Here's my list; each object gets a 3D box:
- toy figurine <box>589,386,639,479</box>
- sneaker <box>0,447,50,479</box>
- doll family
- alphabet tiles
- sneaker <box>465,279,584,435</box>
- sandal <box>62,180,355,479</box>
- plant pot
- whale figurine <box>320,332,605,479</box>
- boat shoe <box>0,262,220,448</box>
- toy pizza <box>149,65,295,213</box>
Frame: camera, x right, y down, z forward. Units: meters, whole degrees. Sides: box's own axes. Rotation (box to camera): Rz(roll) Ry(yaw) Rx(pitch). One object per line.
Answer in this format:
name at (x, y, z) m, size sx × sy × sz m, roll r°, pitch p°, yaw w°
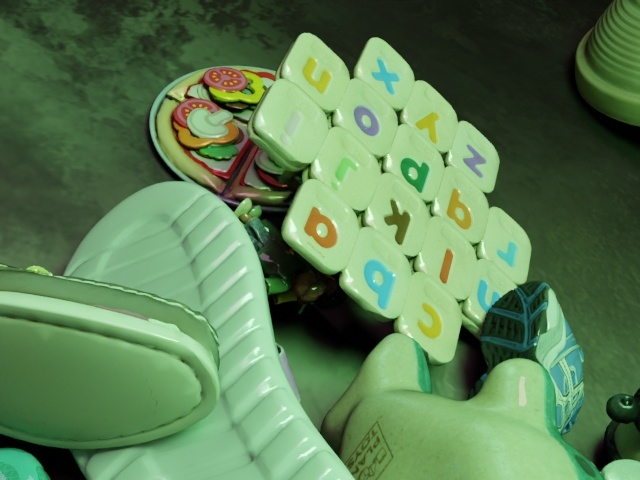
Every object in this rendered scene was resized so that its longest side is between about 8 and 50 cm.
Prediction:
toy figurine at (0.261, 0.200, 0.699) m, size 0.213 × 0.148 × 0.209 m, roll 36°, pitch 53°, yaw 15°
sneaker at (-0.267, 0.182, 0.559) m, size 0.275 × 0.110 × 0.107 m, roll -20°, pitch 55°, yaw -34°
doll family at (0.000, 0.000, 0.844) m, size 0.111 × 0.076 × 0.193 m, roll 41°, pitch 49°, yaw 8°
alphabet tiles at (0.066, -0.040, 0.860) m, size 0.284 × 0.021 × 0.278 m, roll 41°, pitch 41°, yaw -18°
sneaker at (0.157, 0.122, 0.768) m, size 0.081 × 0.080 × 0.211 m, roll 48°, pitch 43°, yaw -20°
sandal at (-0.077, 0.119, 0.684) m, size 0.169 × 0.102 × 0.416 m, roll -30°, pitch 44°, yaw 2°
plant pot at (0.389, -0.223, 1.115) m, size 0.237 × 0.110 × 0.237 m, roll -9°, pitch 38°, yaw 7°
whale figurine at (0.085, 0.168, 0.648) m, size 0.141 × 0.216 × 0.272 m, roll 28°, pitch 12°, yaw -25°
boat shoe at (-0.209, 0.058, 0.650) m, size 0.324 × 0.116 × 0.097 m, roll -2°, pitch 34°, yaw 15°
toy pizza at (-0.055, -0.104, 0.965) m, size 0.201 × 0.032 × 0.201 m, roll 9°, pitch 45°, yaw -9°
